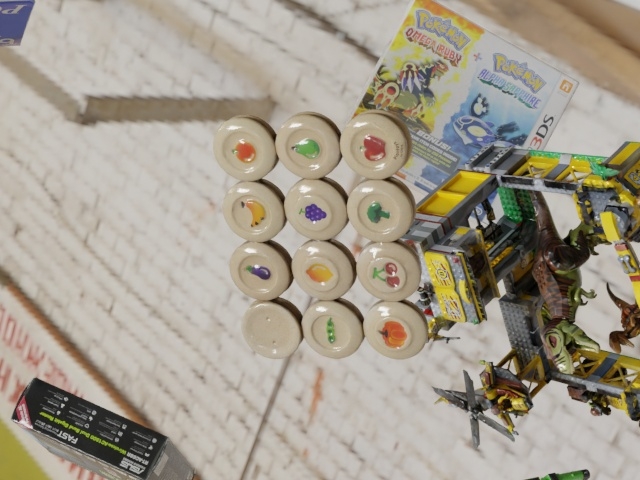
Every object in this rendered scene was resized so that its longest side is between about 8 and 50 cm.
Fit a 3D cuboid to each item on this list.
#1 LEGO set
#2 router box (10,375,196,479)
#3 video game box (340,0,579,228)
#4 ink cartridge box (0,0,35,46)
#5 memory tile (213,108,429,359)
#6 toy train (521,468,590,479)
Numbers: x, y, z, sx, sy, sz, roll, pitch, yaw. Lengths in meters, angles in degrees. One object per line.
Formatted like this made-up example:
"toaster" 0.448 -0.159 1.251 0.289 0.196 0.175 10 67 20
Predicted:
"LEGO set" 0.196 0.073 1.152 0.255 0.331 0.192 19 -134 39
"router box" -0.163 0.155 0.980 0.122 0.038 0.092 21 161 17
"video game box" 0.147 -0.136 1.396 0.205 0.187 0.048 28 177 -5
"ink cartridge box" -0.296 -0.155 0.839 0.207 0.046 0.097 -6 173 -20
"memory tile" 0.000 0.000 0.712 0.113 0.148 0.012 1 -155 19
"toy train" 0.208 0.216 1.157 0.083 0.024 0.017 -5 -121 -31
